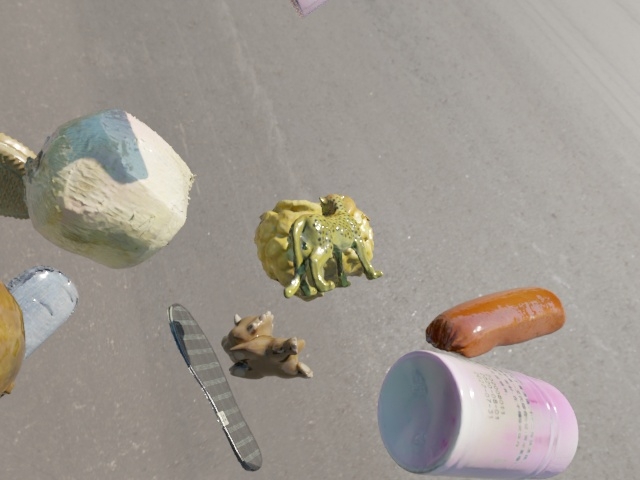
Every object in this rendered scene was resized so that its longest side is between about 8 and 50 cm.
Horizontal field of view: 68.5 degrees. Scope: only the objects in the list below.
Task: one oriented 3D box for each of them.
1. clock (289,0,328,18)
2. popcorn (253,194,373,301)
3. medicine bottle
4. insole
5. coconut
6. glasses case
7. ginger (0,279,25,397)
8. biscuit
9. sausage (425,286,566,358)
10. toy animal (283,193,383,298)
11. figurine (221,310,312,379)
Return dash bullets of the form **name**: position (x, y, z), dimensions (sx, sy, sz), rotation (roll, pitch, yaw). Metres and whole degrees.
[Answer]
- **clock**: position (-0.073, -0.464, 0.697), dimensions (0.080, 0.275, 0.290), rotation (-33, 89, -1)
- **popcorn**: position (-0.009, 0.013, 0.985), dimensions (0.250, 0.250, 0.190), rotation (5, 45, -22)
- **medicine bottle**: position (0.222, 0.249, 0.656), dimensions (0.254, 0.152, 0.152), rotation (20, 51, -30)
- **insole**: position (-0.179, 0.243, 0.797), dimensions (0.012, 0.110, 0.309), rotation (-32, 75, 6)
- **coconut**: position (-0.410, -0.106, 0.902), dimensions (0.254, 0.297, 0.297), rotation (44, 43, -35)
- **glasses case**: position (-0.523, 0.158, 0.757), dimensions (0.282, 0.067, 0.109), rotation (-50, 129, -31)
- **ginger**: position (-0.484, 0.113, 0.587), dimensions (0.223, 0.200, 0.269), rotation (24, 96, -18)
- **biscuit**: position (-0.758, -0.151, 1.106), dimensions (0.259, 0.259, 0.079), rotation (17, 46, -14)
- **sausage**: position (0.334, 0.145, 0.871), dimensions (0.348, 0.094, 0.097), rotation (-4, 16, -33)
- **toy animal**: position (0.000, 0.000, 0.615), dimensions (0.181, 0.073, 0.136), rotation (-7, 79, -54)
- **figurine**: position (-0.154, 0.293, 1.344), dimensions (0.247, 0.177, 0.173), rotation (-11, 30, 14)
